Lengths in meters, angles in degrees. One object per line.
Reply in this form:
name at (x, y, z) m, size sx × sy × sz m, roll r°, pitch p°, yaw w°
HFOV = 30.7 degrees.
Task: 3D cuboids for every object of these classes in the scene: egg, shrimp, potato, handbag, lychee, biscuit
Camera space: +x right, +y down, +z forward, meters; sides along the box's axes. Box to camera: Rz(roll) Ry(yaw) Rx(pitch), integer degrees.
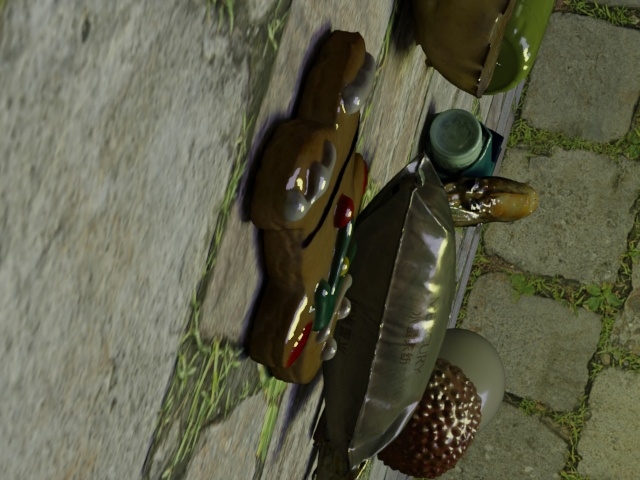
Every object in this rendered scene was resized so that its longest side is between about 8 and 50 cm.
egg at (0.212, 0.244, 1.925) m, size 0.232 × 0.176 × 0.176 m, roll -45°, pitch 150°, yaw -57°
shrimp at (0.176, -0.039, 1.458) m, size 0.253 × 0.173 × 0.058 m, roll 0°, pitch 76°, yaw -54°
potato at (0.126, -0.209, 1.032) m, size 0.243 × 0.098 × 0.138 m, roll 103°, pitch 13°, yaw -51°
handbag at (0.063, 0.058, 1.066) m, size 0.182 × 0.117 × 0.270 m, roll -69°, pitch 171°, yaw -71°
lychee at (0.140, 0.238, 1.561) m, size 0.197 × 0.165 × 0.165 m, roll 41°, pitch 56°, yaw -32°
shrimp at (0.037, 0.171, 1.233) m, size 0.145 × 0.059 × 0.254 m, roll 87°, pitch 21°, yaw -53°
biscuit at (0.000, 0.000, 0.829) m, size 0.301 × 0.049 × 0.197 m, roll 94°, pitch 18°, yaw -50°

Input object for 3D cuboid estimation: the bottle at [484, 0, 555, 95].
bottle at (0.210, -0.278, 1.319) m, size 0.112 × 0.112 × 0.260 m, roll 95°, pitch 15°, yaw -46°

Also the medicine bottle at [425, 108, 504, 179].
medicine bottle at (0.181, -0.115, 1.499) m, size 0.124 × 0.079 × 0.258 m, roll -66°, pitch 168°, yaw -6°
